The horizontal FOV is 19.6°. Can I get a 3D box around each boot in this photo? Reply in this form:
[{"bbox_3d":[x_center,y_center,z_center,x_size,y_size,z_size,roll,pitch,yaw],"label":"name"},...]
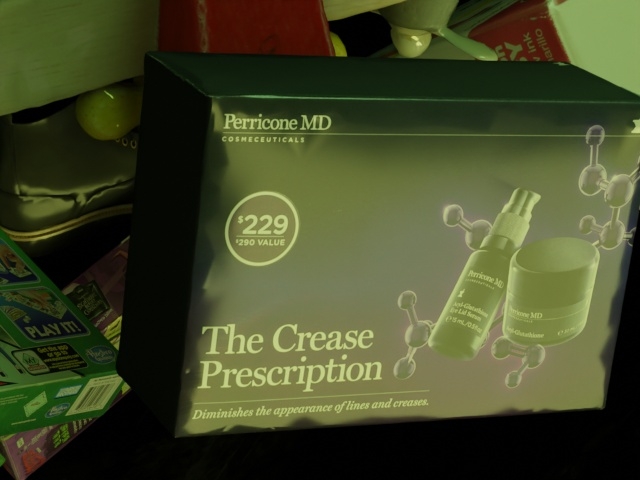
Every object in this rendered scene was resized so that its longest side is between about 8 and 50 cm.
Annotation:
[{"bbox_3d":[-0.141,-0.078,1.281,0.198,0.077,0.137,-33,150,-31],"label":"boot"}]

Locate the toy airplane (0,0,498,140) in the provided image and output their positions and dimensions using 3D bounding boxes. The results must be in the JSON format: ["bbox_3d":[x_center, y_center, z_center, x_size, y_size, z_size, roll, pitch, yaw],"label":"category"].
[{"bbox_3d":[-0.070,-0.138,1.114,0.386,0.272,0.384,29,95,-31],"label":"toy airplane"}]

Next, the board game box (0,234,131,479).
[{"bbox_3d":[-0.173,0.084,1.424,0.208,0.056,0.347,-44,174,-15],"label":"board game box"}]

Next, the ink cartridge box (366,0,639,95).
[{"bbox_3d":[0.175,-0.117,1.424,0.279,0.160,0.385,-31,-172,-32],"label":"ink cartridge box"}]

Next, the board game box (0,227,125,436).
[{"bbox_3d":[-0.274,0.032,1.033,0.046,0.213,0.317,-54,158,21],"label":"board game box"}]

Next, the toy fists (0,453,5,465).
[{"bbox_3d":[-0.331,0.154,1.317,0.142,0.096,0.279,-51,159,-14],"label":"toy fists"}]

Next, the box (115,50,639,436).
[{"bbox_3d":[0.034,-0.002,0.998,0.261,0.103,0.184,-2,107,-25],"label":"box"}]
